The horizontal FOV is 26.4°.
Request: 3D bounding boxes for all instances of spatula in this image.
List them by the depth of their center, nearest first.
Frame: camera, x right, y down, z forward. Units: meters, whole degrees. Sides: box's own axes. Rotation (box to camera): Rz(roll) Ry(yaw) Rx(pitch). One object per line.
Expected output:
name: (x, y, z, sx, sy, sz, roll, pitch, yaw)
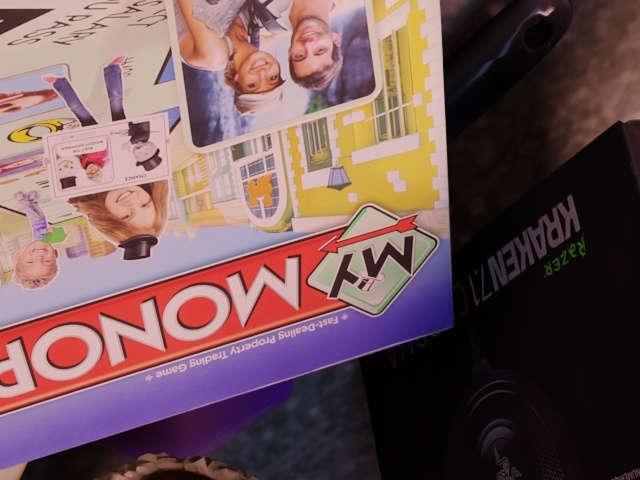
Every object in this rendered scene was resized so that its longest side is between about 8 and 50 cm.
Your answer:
spatula: (0.000, 0.000, 0.599, 0.084, 0.030, 0.296, 32, 107, -35)

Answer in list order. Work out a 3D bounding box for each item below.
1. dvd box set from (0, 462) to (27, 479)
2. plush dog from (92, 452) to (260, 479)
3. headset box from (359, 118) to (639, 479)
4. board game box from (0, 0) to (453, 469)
dvd box set: (-0.169, -0.107, 0.427, 0.307, 0.062, 0.420, 13, 118, -31)
plush dog: (-0.114, 0.243, 0.566, 0.262, 0.225, 0.211, -14, 148, -5)
headset box: (0.137, 0.132, 0.535, 0.131, 0.283, 0.246, -1, 159, -23)
board game box: (-0.112, -0.016, 0.448, 0.317, 0.046, 0.214, -17, 129, -12)
